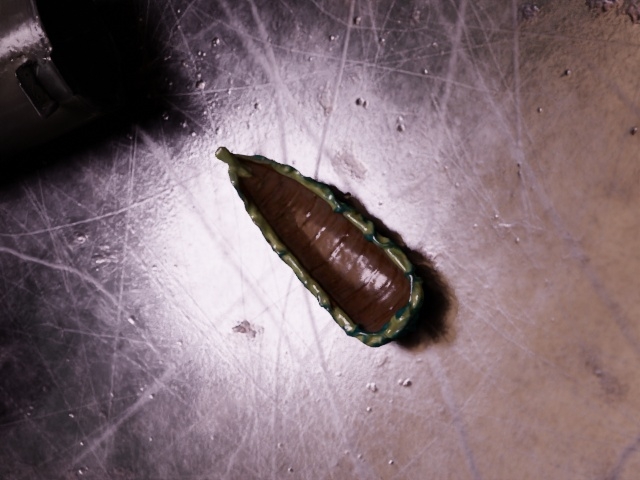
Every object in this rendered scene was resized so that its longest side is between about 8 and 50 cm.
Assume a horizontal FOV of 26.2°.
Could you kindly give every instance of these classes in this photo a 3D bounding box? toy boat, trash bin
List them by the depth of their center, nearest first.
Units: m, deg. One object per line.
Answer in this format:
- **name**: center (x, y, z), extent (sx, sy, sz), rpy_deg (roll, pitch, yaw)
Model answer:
- **toy boat**: center (0.001, -0.001, 1.527), extent (0.293, 0.099, 0.108), rpy_deg (44, 100, 14)
- **trash bin**: center (-0.410, -0.195, 1.672), extent (0.301, 0.203, 0.252), rpy_deg (-22, 33, 19)
